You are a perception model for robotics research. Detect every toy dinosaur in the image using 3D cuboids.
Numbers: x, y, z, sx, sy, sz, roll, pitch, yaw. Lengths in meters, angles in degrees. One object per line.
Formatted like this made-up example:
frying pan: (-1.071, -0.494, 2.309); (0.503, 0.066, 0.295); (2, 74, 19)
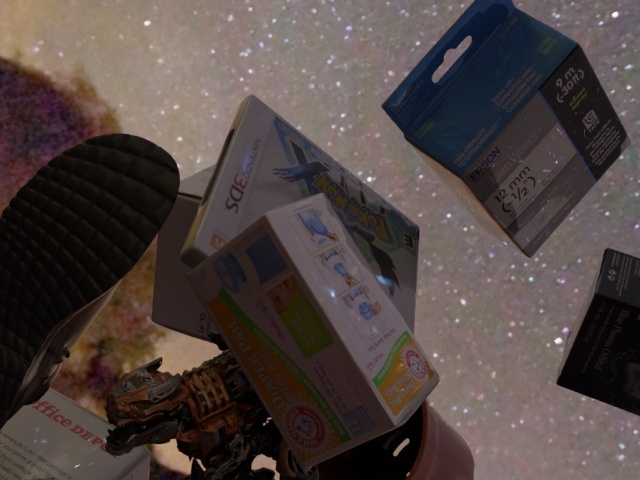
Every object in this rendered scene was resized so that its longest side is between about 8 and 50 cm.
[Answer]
toy dinosaur: (-0.052, 0.189, 0.702); (0.164, 0.322, 0.218); (-145, -116, -69)

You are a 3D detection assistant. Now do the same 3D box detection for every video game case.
video game case: (0.000, 0.000, 0.906); (0.329, 0.300, 0.036); (37, -50, -23)

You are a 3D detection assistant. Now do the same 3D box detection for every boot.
boot: (-0.258, 0.038, 0.710); (0.118, 0.338, 0.223); (40, 1, -5)

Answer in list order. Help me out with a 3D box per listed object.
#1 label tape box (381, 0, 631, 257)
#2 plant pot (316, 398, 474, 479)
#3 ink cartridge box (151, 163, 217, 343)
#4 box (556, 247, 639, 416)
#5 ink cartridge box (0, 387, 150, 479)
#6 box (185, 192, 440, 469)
label tape box: (0.286, -0.168, 1.047); (0.348, 0.249, 0.115); (41, 2, -41)
plant pot: (0.123, 0.374, 1.222); (0.272, 0.272, 0.265); (32, -8, 48)
ink cartridge box: (-0.136, -0.006, 1.145); (0.131, 0.306, 0.226); (15, -69, 15)
box: (0.375, 0.115, 0.810); (0.158, 0.093, 0.156); (19, -49, 17)
ink cartridge box: (-0.366, 0.315, 0.804); (0.211, 0.289, 0.121); (23, -60, 22)
box: (-0.005, 0.078, 0.629); (0.114, 0.103, 0.203); (-36, -96, 32)
